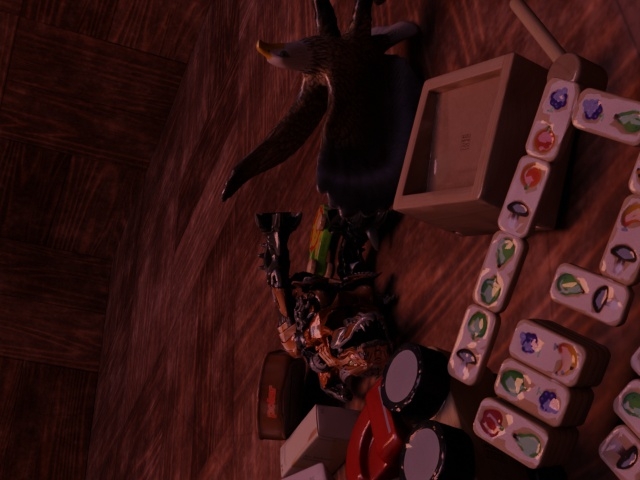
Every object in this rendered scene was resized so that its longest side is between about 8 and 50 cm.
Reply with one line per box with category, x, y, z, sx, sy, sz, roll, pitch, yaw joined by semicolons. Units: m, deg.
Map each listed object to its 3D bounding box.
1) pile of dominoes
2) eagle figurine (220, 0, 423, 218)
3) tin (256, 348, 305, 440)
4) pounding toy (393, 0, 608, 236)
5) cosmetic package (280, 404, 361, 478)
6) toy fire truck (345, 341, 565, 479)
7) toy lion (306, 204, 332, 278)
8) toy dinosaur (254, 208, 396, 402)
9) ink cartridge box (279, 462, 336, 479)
pile of dominoes;0.180;0.030;0.624;0.196;0.040;0.251;27;104;44
eagle figurine;0.009;-0.174;1.106;0.226;0.225;0.299;-175;91;-82
tin;-0.047;0.191;1.188;0.189;0.040;0.106;24;-114;-82
pounding toy;0.173;-0.103;0.794;0.206;0.094;0.181;-4;68;61
cosmetic package;0.000;0.238;1.101;0.115;0.060;0.041;121;153;-46
toy fire truck;0.086;0.241;0.758;0.246;0.158;0.217;-53;29;29
toy lion;0.000;0.000;1.312;0.096;0.034;0.100;-168;91;-78
toy dinosaur;-0.008;0.073;1.119;0.322;0.164;0.219;1;95;50
ink cartridge box;-0.082;0.348;0.831;0.272;0.114;0.197;-25;38;7
